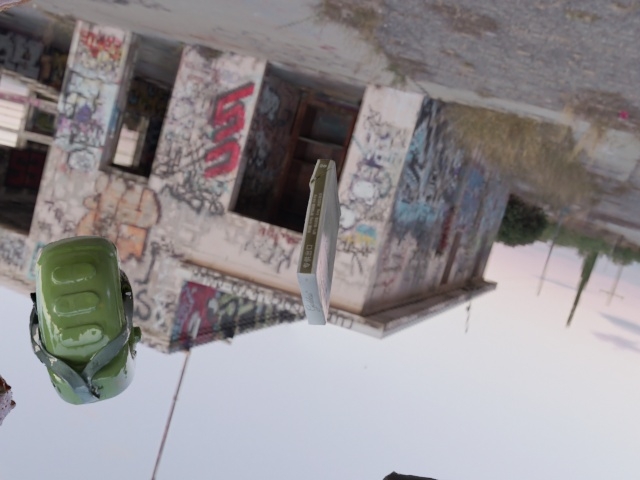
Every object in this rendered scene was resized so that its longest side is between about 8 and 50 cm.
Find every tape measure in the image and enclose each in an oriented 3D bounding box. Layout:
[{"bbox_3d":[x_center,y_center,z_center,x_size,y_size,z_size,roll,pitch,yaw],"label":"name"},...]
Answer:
[{"bbox_3d":[-0.246,0.083,0.760,0.106,0.175,0.200,-9,-174,-10],"label":"tape measure"}]

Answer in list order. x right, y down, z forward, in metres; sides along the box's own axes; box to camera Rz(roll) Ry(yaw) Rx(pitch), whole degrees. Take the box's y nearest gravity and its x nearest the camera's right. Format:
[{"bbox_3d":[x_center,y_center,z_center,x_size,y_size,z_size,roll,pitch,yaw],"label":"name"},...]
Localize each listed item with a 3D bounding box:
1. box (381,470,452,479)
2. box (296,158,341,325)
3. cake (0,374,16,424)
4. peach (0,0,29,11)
[{"bbox_3d":[0.121,0.235,0.144,0.204,0.251,0.345,16,177,-13],"label":"box"},{"bbox_3d":[0.000,0.000,0.954,0.029,0.109,0.198,1,-131,9],"label":"box"},{"bbox_3d":[-0.455,0.153,0.712,0.282,0.177,0.151,6,-149,10],"label":"cake"},{"bbox_3d":[-0.320,-0.322,0.653,0.238,0.281,0.281,47,-158,23],"label":"peach"}]
